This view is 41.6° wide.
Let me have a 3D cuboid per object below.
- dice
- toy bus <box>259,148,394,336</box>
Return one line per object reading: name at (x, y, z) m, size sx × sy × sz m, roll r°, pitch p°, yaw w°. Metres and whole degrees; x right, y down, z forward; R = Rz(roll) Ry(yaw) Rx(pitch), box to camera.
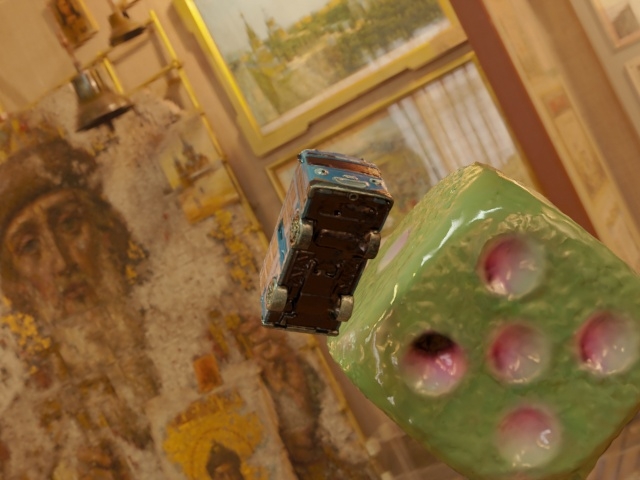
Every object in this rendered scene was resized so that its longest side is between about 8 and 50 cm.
dice at (0.221, 0.111, 1.086) m, size 0.318 × 0.330 × 0.322 m, roll -52°, pitch 6°, yaw 5°
toy bus at (0.000, 0.000, 0.851) m, size 0.106 × 0.090 × 0.184 m, roll -99°, pitch 24°, yaw -51°
